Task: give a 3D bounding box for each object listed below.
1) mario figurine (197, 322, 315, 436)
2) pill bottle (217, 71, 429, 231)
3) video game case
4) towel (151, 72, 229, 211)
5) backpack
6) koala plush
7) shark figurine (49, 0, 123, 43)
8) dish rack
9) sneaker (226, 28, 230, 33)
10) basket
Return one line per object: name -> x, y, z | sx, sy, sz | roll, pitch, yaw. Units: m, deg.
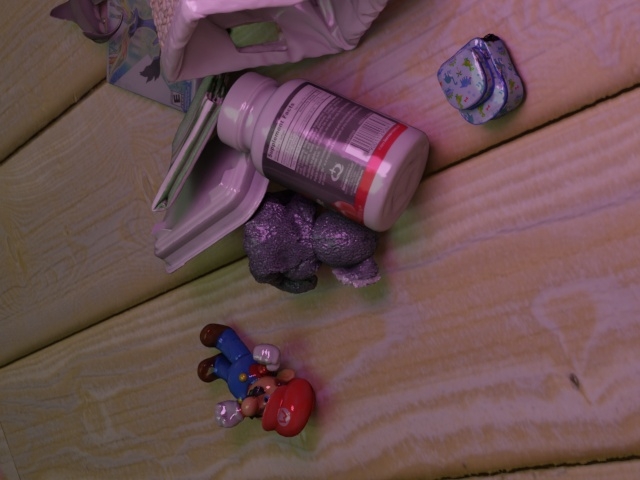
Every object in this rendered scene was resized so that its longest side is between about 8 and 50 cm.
mario figurine -> -0.149, 0.282, 1.936 | 0.321, 0.170, 0.198 | 28, 156, 45
pill bottle -> -0.001, -0.155, 1.595 | 0.319, 0.176, 0.176 | 27, 122, 18
video game case -> -0.331, -0.444, 1.987 | 0.300, 0.036, 0.328 | 24, 119, 38
towel -> -0.229, -0.207, 1.781 | 0.247, 0.038, 0.324 | -59, 16, 23
backpack -> 0.233, -0.231, 1.458 | 0.105, 0.084, 0.114 | -35, 81, 47
koala plush -> 0.000, 0.000, 1.705 | 0.221, 0.203, 0.196 | 2, 89, 22
shark figurine -> -0.497, -0.464, 2.050 | 0.166, 0.116, 0.278 | 111, 144, -44
dish rack -> -0.195, -0.111, 1.807 | 0.072, 0.285, 0.333 | 34, 140, -24
sneaker -> -0.192, -0.393, 1.867 | 0.035, 0.031, 0.083 | 46, 130, 24
basket -> -0.094, -0.425, 1.493 | 0.331, 0.329, 0.266 | 147, 109, -74
